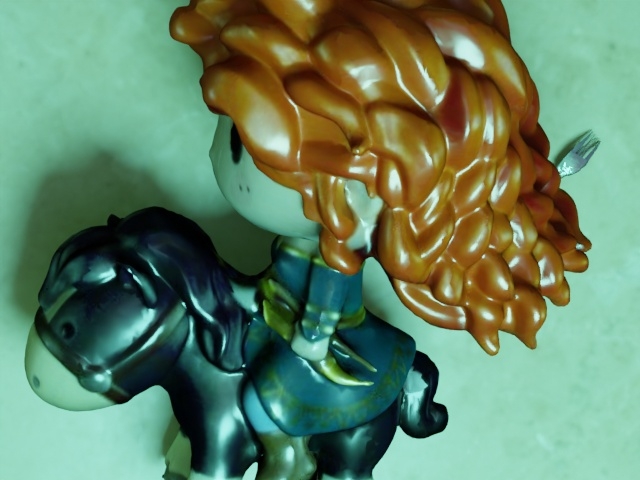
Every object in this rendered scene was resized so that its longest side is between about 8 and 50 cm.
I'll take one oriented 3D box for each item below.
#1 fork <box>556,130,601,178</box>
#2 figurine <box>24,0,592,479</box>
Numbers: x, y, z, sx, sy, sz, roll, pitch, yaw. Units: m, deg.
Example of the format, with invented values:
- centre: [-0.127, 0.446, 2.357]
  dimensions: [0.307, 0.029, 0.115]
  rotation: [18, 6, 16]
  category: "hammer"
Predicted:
- centre: [0.155, -0.035, 1.234]
  dimensions: [0.115, 0.012, 0.016]
  rotation: [-40, 97, -2]
  category: "fork"
- centre: [-0.010, 0.005, 1.112]
  dimensions: [0.306, 0.241, 0.412]
  rotation: [36, 107, -6]
  category: "figurine"
